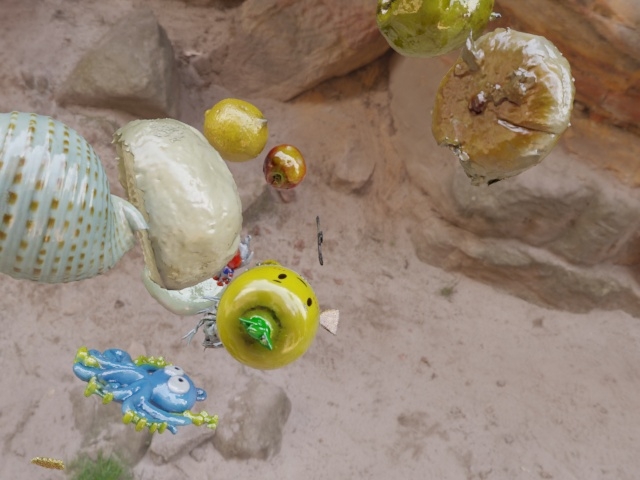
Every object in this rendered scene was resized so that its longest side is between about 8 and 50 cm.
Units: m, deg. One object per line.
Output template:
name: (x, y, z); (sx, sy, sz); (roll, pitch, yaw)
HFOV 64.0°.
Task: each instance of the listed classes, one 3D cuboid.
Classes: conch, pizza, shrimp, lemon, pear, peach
conch: (-0.288, -0.037, 0.524); (0.200, 0.172, 0.131); (25, -4, -6)
pizza: (0.019, 0.287, 1.839); (0.099, 0.029, 0.100); (16, 64, -26)
shrimp: (-0.285, 0.235, 1.581); (0.166, 0.410, 0.221); (15, 42, -54)
lemon: (-0.318, -0.411, 1.906); (0.253, 0.228, 0.228); (28, 41, 26)
pear: (0.356, -0.684, 1.515); (0.375, 0.287, 0.287); (3, 39, -8)
peach: (-0.147, -0.310, 2.133); (0.197, 0.197, 0.197); (8, 38, -6)

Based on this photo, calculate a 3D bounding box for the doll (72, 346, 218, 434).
doll: (-0.434, 0.346, 1.266); (0.341, 0.099, 0.346); (27, 3, -34)

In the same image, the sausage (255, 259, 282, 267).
sausage: (-0.132, 0.210, 1.965); (0.347, 0.123, 0.123); (52, 42, -8)

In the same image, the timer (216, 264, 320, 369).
timer: (-0.135, 0.197, 1.245); (0.285, 0.285, 0.285); (8, 38, -6)

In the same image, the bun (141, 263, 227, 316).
bun: (-0.481, 0.141, 1.810); (0.293, 0.187, 0.293); (13, 59, -23)

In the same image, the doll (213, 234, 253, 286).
doll: (-0.273, 0.061, 1.609); (0.062, 0.195, 0.104); (24, 20, -37)

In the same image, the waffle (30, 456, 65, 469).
waffle: (-0.641, 0.526, 1.210); (0.078, 0.085, 0.016); (22, 50, -23)

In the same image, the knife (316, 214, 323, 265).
knife: (-0.001, 0.004, 1.933); (0.021, 0.045, 0.222); (2, 57, -11)

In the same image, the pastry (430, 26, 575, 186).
pastry: (0.304, -0.234, 0.879); (0.120, 0.236, 0.257); (-2, 57, -39)

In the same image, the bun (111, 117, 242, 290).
bun: (-0.199, -0.060, 0.742); (0.152, 0.259, 0.259); (-14, 45, -23)
